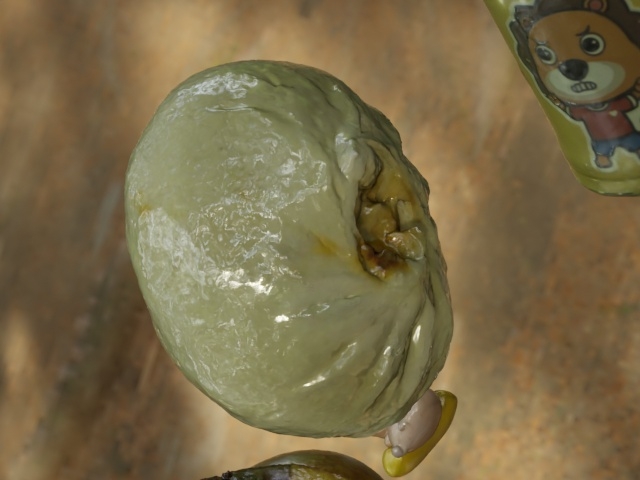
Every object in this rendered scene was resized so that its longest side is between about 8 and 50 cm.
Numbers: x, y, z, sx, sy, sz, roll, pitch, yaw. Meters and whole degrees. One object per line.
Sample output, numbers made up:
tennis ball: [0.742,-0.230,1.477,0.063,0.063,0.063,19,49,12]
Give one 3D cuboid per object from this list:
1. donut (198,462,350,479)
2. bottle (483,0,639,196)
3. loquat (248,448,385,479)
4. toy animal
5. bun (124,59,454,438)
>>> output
donut: [-0.036,0.208,1.402,0.140,0.140,0.059,-125,34,-62]
bottle: [0.192,-0.212,1.474,0.171,0.351,0.171,-26,29,16]
loquat: [-0.031,0.312,2.052,0.179,0.227,0.179,161,90,-75]
toy animal: [0.066,0.160,1.791,0.091,0.082,0.114,-57,-17,6]
bun: [0.000,0.000,1.073,0.127,0.222,0.222,-24,50,49]
